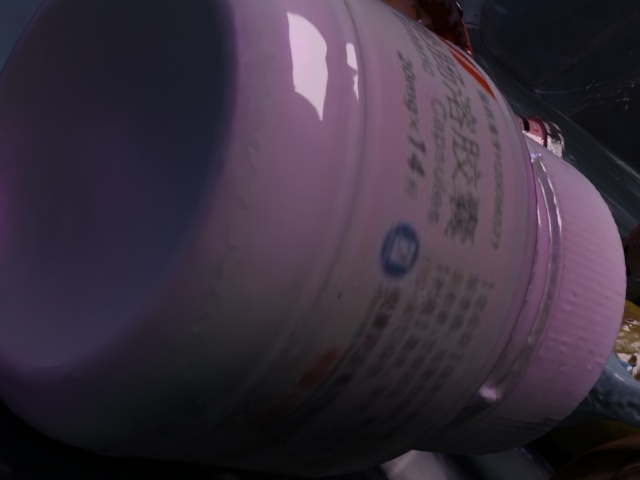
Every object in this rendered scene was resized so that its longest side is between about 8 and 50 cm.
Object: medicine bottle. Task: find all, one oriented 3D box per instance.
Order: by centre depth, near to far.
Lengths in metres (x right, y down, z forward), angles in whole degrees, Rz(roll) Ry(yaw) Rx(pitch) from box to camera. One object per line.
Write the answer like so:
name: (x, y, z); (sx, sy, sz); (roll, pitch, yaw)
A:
medicine bottle: (0.000, 0.000, 0.523); (0.302, 0.241, 0.241); (19, 27, -44)

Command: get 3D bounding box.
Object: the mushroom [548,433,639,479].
mushroom: (0.295, 0.195, 0.683); (0.286, 0.156, 0.151); (15, 21, 15)

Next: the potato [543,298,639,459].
potato: (0.255, 0.126, 0.852); (0.298, 0.141, 0.176); (42, 15, 7)

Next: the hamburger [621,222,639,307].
hamburger: (0.471, 0.037, 1.243); (0.195, 0.277, 0.318); (48, 16, 13)

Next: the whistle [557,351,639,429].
whistle: (0.128, 0.072, 0.713); (0.274, 0.093, 0.186); (23, -5, 37)

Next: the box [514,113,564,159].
box: (0.229, -0.114, 1.350); (0.135, 0.151, 0.151); (23, 23, -18)

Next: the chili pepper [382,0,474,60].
chili pepper: (0.093, -0.267, 1.327); (0.251, 0.229, 0.305); (22, 19, 6)
